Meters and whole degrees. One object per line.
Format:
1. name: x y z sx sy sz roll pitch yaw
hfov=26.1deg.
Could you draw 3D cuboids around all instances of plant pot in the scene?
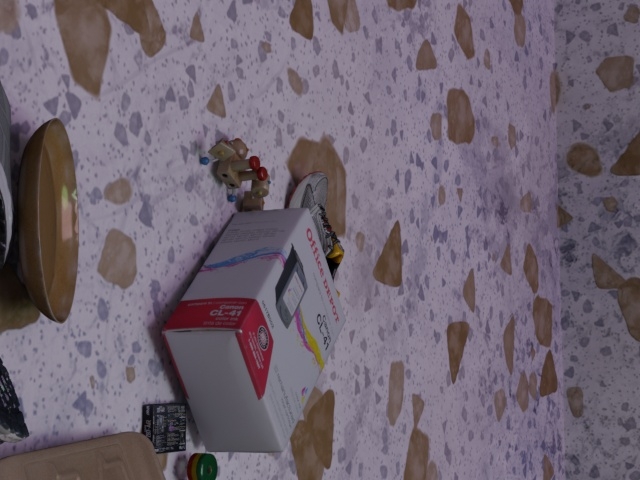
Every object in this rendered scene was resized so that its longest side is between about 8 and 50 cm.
1. plant pot: -0.314 -0.022 1.586 0.236 0.032 0.236 -2 90 -89

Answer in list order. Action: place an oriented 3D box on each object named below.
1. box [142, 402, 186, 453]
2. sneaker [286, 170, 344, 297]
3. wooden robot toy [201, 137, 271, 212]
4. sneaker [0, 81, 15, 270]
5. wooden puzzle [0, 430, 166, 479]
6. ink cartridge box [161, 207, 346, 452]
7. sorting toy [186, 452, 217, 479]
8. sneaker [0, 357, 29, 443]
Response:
1. box: -0.211 0.255 1.871 0.083 0.018 0.067 8 81 -63
2. sneaker: 0.000 0.000 2.227 0.088 0.092 0.225 16 73 -62
3. wooden robot toy: -0.114 -0.116 2.041 0.173 0.076 0.079 55 30 -47
4. sneaker: -0.371 -0.098 1.496 0.108 0.100 0.272 -31 117 -68
5. wooden puzzle: -0.257 0.394 1.596 0.322 0.080 0.348 68 18 9
6. ink cartridge box: -0.088 0.125 1.988 0.306 0.131 0.226 -61 140 -49
7. sorting toy: -0.180 0.438 1.890 0.132 0.046 0.275 53 43 -49
8. sneaker: -0.396 0.180 1.432 0.283 0.122 0.110 38 29 -82
